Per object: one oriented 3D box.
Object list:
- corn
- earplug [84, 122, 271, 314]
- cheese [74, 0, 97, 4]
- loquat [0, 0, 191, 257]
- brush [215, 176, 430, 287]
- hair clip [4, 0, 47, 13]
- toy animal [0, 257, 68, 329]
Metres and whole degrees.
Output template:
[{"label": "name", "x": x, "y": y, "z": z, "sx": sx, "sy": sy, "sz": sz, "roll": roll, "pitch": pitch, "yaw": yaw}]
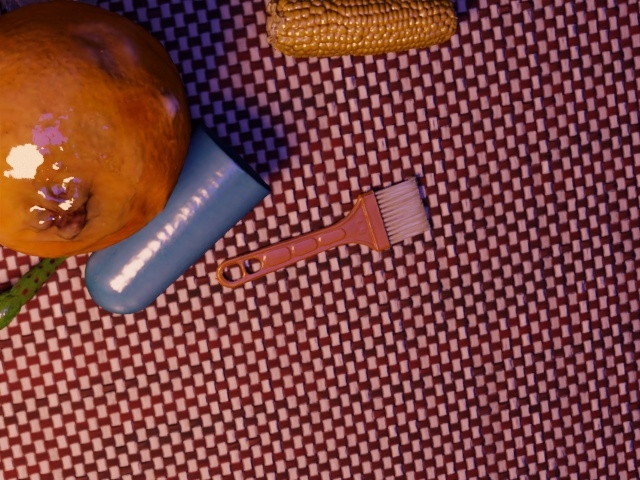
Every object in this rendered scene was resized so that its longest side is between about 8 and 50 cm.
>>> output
[{"label": "corn", "x": 0.054, "y": -0.293, "z": 1.959, "sx": 0.260, "sy": 0.091, "sz": 0.091, "roll": -4, "pitch": 138, "yaw": -11}, {"label": "earplug", "x": -0.205, "y": -0.013, "z": 1.949, "sx": 0.132, "sy": 0.132, "sz": 0.273, "roll": 42, "pitch": 94, "yaw": -17}, {"label": "cheese", "x": -0.316, "y": -0.364, "z": 1.897, "sx": 0.067, "sy": 0.026, "sz": 0.120, "roll": -14, "pitch": 104, "yaw": -9}, {"label": "loquat", "x": -0.316, "y": -0.134, "z": 1.798, "sx": 0.328, "sy": 0.328, "sz": 0.328, "roll": -3, "pitch": 103, "yaw": -11}, {"label": "brush", "x": 0.000, "y": 0.000, "z": 2.050, "sx": 0.314, "sy": 0.017, "sz": 0.090, "roll": -20, "pitch": 105, "yaw": -6}, {"label": "hair clip", "x": -0.409, "y": -0.378, "z": 1.843, "sx": 0.140, "sy": 0.054, "sz": 0.220, "roll": -21, "pitch": 88, "yaw": -32}, {"label": "toy animal", "x": -0.407, "y": 0.069, "z": 1.962, "sx": 0.217, "sy": 0.075, "sz": 0.041, "roll": -48, "pitch": 113, "yaw": -29}]
